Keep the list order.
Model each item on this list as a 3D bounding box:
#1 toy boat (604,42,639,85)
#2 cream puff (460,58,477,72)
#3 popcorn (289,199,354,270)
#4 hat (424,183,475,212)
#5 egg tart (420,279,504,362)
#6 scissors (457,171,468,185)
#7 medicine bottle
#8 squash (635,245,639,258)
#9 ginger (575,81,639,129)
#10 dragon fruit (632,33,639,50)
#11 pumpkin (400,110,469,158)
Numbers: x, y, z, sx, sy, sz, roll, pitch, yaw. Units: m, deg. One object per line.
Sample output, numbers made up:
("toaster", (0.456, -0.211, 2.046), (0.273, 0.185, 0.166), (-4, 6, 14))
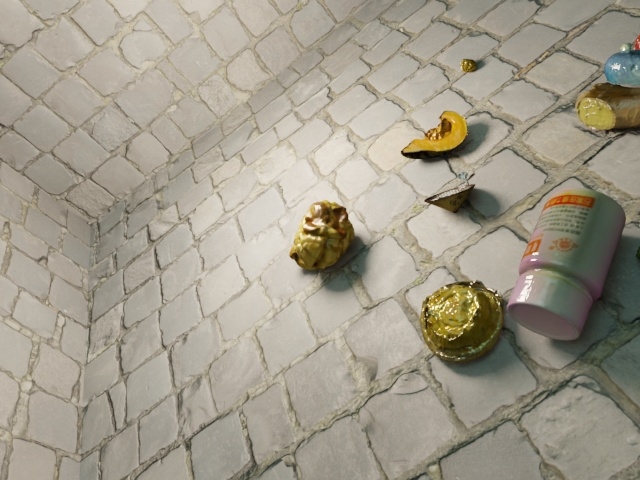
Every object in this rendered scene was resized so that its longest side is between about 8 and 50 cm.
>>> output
("toy boat", (1.103, -0.579, 1.652), (0.329, 0.123, 0.215), (9, 32, 29))
("cream puff", (0.673, -0.794, 2.336), (0.083, 0.083, 0.058), (41, 129, 40))
("popcorn", (0.000, 0.000, 2.053), (0.332, 0.225, 0.265), (-47, 22, 29))
("hat", (0.483, -0.140, 1.884), (0.193, 0.082, 0.193), (-18, 6, 2))
("egg tart", (0.428, 0.227, 1.570), (0.290, 0.107, 0.291), (-22, 44, 23))
("scissors", (0.551, -0.233, 1.962), (0.036, 0.006, 0.083), (-27, 42, 15))
("medicine bottle", (0.681, 0.063, 1.427), (0.219, 0.219, 0.388), (10, 63, 44))
("squash", (0.930, 0.036, 1.365), (0.132, 0.105, 0.105), (37, 81, 31))
("ginger", (1.004, -0.458, 1.710), (0.221, 0.130, 0.276), (-27, 39, 1))
("dragon fruit", (1.170, -0.684, 1.813), (0.116, 0.086, 0.081), (30, 101, 12))
("pumpkin", (0.488, -0.385, 2.093), (0.278, 0.111, 0.163), (-41, 55, -2))
